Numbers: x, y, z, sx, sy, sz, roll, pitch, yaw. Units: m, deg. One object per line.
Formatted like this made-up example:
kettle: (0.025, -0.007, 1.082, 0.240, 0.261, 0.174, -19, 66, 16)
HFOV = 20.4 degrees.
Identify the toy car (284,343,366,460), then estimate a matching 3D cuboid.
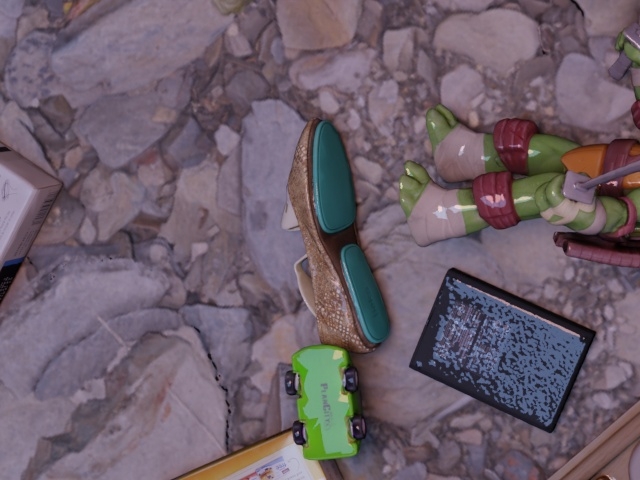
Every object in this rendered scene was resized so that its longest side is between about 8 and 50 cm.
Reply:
toy car: (0.018, 0.197, 1.503, 0.239, 0.053, 0.225, -6, 91, 13)

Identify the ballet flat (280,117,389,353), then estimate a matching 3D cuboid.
ballet flat: (0.000, 0.000, 1.523, 0.067, 0.073, 0.206, -13, 89, 34)

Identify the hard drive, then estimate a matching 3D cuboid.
hard drive: (0.153, 0.093, 1.504, 0.135, 0.022, 0.094, 25, 104, 14)

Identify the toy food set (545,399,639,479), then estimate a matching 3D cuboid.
toy food set: (0.285, 0.252, 1.430, 0.220, 0.092, 0.306, 48, 115, 8)

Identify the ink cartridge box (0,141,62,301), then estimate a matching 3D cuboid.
ink cartridge box: (-0.416, -0.069, 1.655, 0.333, 0.065, 0.165, 34, 106, 11)

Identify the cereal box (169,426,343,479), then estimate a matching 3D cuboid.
cereal box: (-0.033, 0.300, 1.578, 0.173, 0.047, 0.240, -24, 89, 18)

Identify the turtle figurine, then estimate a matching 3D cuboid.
turtle figurine: (0.194, -0.090, 1.373, 0.266, 0.275, 0.198, -4, 69, 25)
